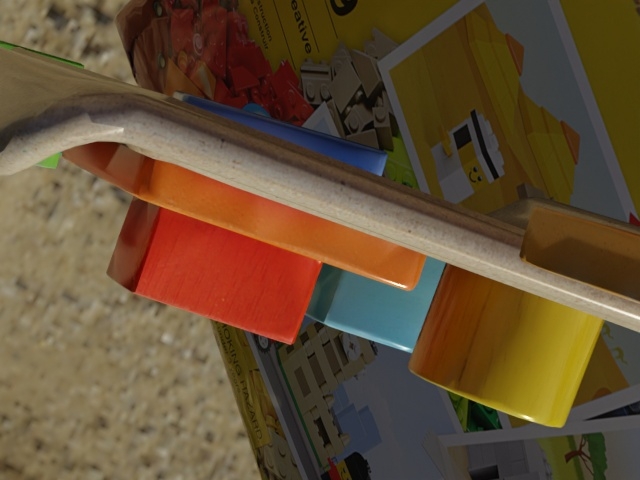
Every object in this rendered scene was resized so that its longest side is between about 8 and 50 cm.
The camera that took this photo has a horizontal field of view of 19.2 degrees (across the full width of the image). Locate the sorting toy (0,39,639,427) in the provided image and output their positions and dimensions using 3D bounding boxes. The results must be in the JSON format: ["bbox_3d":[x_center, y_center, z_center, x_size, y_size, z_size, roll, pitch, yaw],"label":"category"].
[{"bbox_3d":[0.000,0.000,0.433,0.196,0.047,0.348,15,-176,-23],"label":"sorting toy"}]

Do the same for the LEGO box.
[{"bbox_3d":[0.133,0.056,0.806,0.372,0.193,0.500,-30,76,58],"label":"LEGO box"}]
